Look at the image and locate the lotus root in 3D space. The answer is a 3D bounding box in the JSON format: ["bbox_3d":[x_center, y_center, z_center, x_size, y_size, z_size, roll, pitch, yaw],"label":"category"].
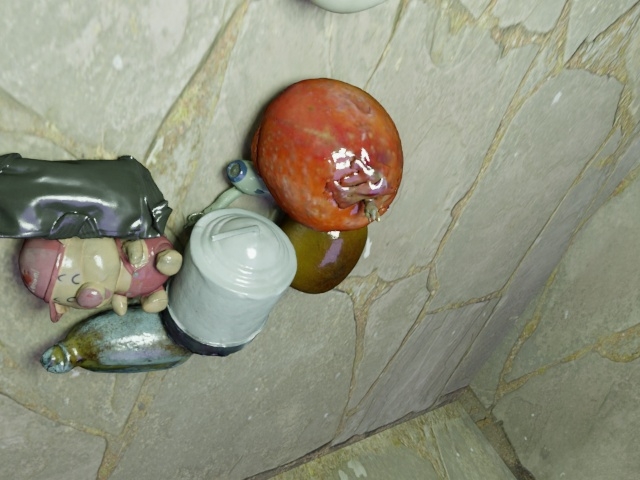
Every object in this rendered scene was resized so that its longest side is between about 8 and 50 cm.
[{"bbox_3d":[-0.407,0.203,1.120,0.323,0.139,0.158,2,154,-34],"label":"lotus root"}]

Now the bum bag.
[{"bbox_3d":[-0.397,-0.070,0.837,0.327,0.142,0.080,0,166,-34],"label":"bum bag"}]

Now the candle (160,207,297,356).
[{"bbox_3d":[-0.172,0.071,1.044,0.222,0.221,0.342,-4,146,-36],"label":"candle"}]

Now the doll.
[{"bbox_3d":[-0.386,0.054,0.941,0.256,0.152,0.196,4,103,-33],"label":"doll"}]

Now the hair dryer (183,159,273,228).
[{"bbox_3d":[-0.158,-0.077,1.078,0.167,0.067,0.199,7,138,-50],"label":"hair dryer"}]

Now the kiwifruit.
[{"bbox_3d":[0.000,0.000,1.168,0.196,0.196,0.233,17,113,-48],"label":"kiwifruit"}]

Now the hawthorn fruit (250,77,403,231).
[{"bbox_3d":[0.033,-0.127,0.948,0.276,0.307,0.275,-20,138,-19],"label":"hawthorn fruit"}]

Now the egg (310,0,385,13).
[{"bbox_3d":[0.059,-0.417,0.776,0.209,0.151,0.151,-29,144,-15],"label":"egg"}]
